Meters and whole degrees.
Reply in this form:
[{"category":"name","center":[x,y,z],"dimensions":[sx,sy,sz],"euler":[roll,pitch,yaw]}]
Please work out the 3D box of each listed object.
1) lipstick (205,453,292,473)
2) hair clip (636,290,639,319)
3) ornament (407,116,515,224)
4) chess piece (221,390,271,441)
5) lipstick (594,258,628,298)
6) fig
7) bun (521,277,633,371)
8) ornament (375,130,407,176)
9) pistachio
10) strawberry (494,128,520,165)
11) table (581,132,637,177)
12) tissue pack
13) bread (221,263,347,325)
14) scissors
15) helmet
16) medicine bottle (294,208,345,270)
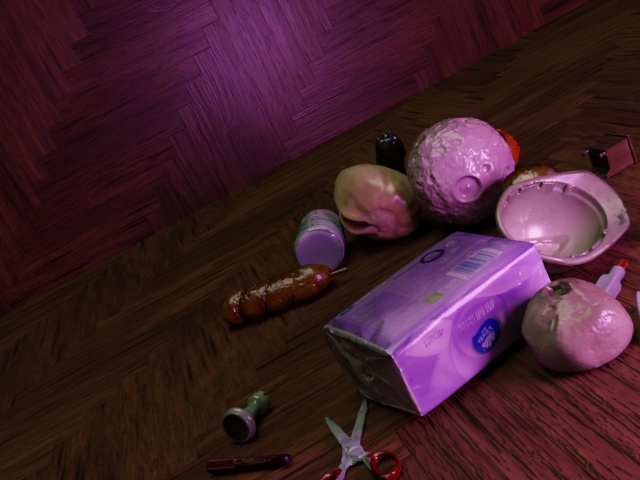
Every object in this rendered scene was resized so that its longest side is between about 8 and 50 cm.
[{"category":"lipstick","center":[-0.123,0.384,1.357],"dimensions":[0.176,0.027,0.027],"euler":[-15,21,30]},{"category":"hair clip","center":[0.511,0.117,1.211],"dimensions":[0.039,0.030,0.115],"euler":[-3,25,9]},{"category":"ornament","center":[0.333,-0.160,1.861],"dimensions":[0.259,0.259,0.225],"euler":[-23,20,11]},{"category":"chess piece","center":[-0.134,0.327,1.481],"dimensions":[0.067,0.067,0.103],"euler":[-16,12,31]},{"category":"lipstick","center":[0.503,0.067,1.349],"dimensions":[0.030,0.030,0.129],"euler":[-8,27,46]},{"category":"fig","center":[0.458,-0.058,1.637],"dimensions":[0.149,0.149,0.245],"euler":[-20,37,20]},{"category":"bun","center":[0.392,0.119,1.225],"dimensions":[0.166,0.113,0.173],"euler":[-30,21,-11]},{"category":"ornament","center":[0.271,-0.196,2.114],"dimensions":[0.236,0.202,0.080],"euler":[13,40,27]},{"category":"pistachio","center":[0.142,-0.110,2.048],"dimensions":[0.214,0.193,0.318],"euler":[-29,31,-13]},{"category":"strawberry","center":[0.455,-0.231,2.105],"dimensions":[0.082,0.121,0.188],"euler":[-2,-4,-37]},{"category":"table","center":[0.656,-0.194,1.792],"dimensions":[0.082,0.070,0.083],"euler":[-30,19,-10]},{"category":"tissue pack","center":[0.203,0.139,1.365],"dimensions":[0.338,0.160,0.242],"euler":[-34,18,-20]},{"category":"bread","center":[-0.093,0.120,1.951],"dimensions":[0.344,0.084,0.124],"euler":[-22,19,14]},{"category":"scissors","center":[0.051,0.335,1.271],"dimensions":[0.144,0.017,0.248],"euler":[-24,17,5]},{"category":"helmet","center":[0.439,-0.012,1.494],"dimensions":[0.257,0.137,0.204],"euler":[-15,57,-16]},{"category":"medicine bottle","center":[0.000,0.000,2.077],"dimensions":[0.135,0.135,0.168],"euler":[-23,17,10]}]
